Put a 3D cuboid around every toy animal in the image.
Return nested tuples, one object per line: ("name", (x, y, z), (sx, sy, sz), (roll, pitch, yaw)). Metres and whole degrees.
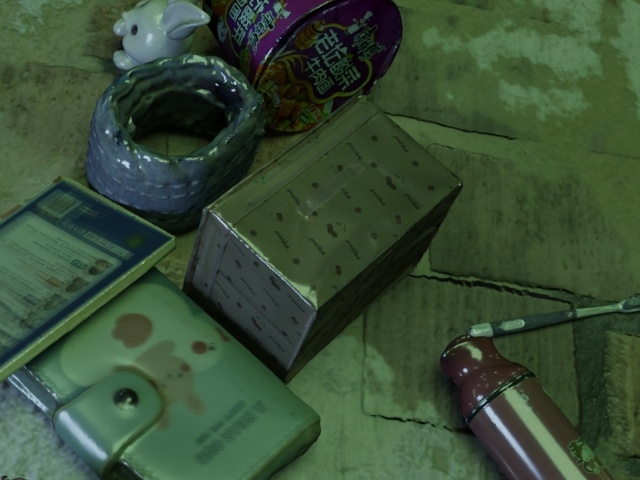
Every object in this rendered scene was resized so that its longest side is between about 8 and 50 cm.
("toy animal", (-0.218, -0.300, 1.942), (0.130, 0.221, 0.104), (20, 60, -5))

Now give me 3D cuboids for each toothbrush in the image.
("toothbrush", (0.335, 0.106, 1.967), (0.288, 0.026, 0.024), (-8, 64, -20))

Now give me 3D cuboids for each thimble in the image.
("thimble", (-0.190, -0.133, 1.873), (0.236, 0.172, 0.205), (-15, 66, -24))

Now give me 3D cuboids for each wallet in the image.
("wallet", (-0.201, 0.185, 1.724), (0.360, 0.083, 0.252), (40, 56, 16))

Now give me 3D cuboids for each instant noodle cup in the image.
("instant noodle cup", (-0.038, -0.306, 1.997), (0.251, 0.251, 0.190), (-22, 58, -27))

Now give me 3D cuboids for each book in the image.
("book", (-0.366, 0.046, 1.751), (0.228, 0.018, 0.322), (28, 52, 33))

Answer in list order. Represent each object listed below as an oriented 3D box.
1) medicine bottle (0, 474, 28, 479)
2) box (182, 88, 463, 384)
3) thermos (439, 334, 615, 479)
("medicine bottle", (-0.396, 0.363, 1.521), (0.247, 0.147, 0.147), (-24, 68, -27))
("box", (0.000, 0.000, 1.813), (0.190, 0.225, 0.297), (44, 59, 13))
("thermos", (0.280, 0.250, 1.809), (0.136, 0.109, 0.330), (-26, 69, -28))
